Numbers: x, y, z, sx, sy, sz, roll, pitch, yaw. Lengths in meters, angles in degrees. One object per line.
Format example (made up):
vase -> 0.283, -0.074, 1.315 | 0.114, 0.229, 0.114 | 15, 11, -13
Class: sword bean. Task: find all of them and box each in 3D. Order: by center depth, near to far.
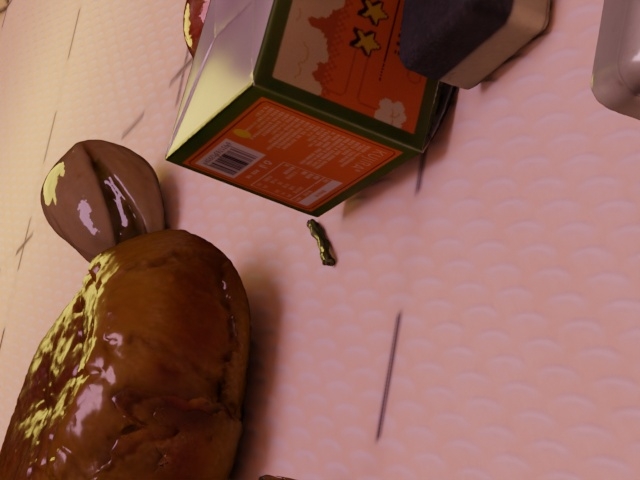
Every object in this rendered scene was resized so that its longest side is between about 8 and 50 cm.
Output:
sword bean -> 0.000, 0.000, 1.504 | 0.083, 0.012, 0.012 | -113, 43, -65

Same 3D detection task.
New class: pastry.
pastry -> -0.169, 0.152, 1.619 | 0.356, 0.163, 0.356 | -164, 90, -74

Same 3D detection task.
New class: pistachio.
pistachio -> -0.227, -0.036, 2.024 | 0.136, 0.135, 0.226 | -68, 27, 14

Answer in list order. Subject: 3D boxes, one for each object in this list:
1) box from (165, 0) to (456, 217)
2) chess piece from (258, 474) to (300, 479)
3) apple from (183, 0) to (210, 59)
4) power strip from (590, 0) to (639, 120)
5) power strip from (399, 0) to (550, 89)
box -> 0.000, -0.138, 1.411 | 0.195, 0.148, 0.178 | -32, 40, 63
chess piece -> -0.034, 0.251, 1.308 | 0.060, 0.060, 0.172 | -169, 93, -71
apple -> -0.042, -0.183, 1.593 | 0.131, 0.146, 0.146 | 116, 169, -83
power strip -> 0.209, -0.199, 0.952 | 0.058, 0.098, 0.338 | 148, 137, -67
power strip -> 0.115, -0.237, 1.300 | 0.105, 0.070, 0.257 | -37, 41, 56
